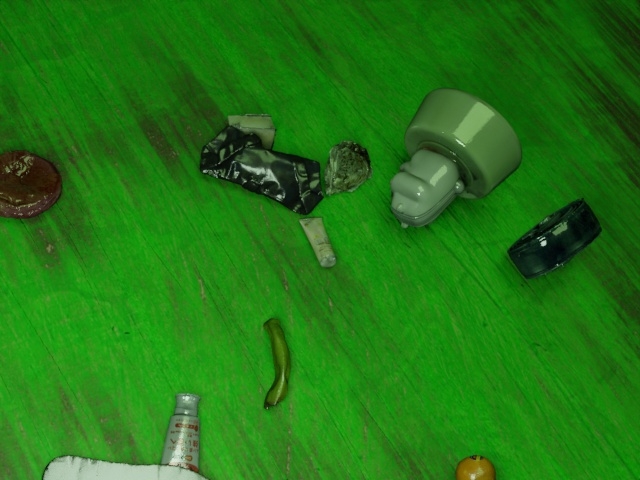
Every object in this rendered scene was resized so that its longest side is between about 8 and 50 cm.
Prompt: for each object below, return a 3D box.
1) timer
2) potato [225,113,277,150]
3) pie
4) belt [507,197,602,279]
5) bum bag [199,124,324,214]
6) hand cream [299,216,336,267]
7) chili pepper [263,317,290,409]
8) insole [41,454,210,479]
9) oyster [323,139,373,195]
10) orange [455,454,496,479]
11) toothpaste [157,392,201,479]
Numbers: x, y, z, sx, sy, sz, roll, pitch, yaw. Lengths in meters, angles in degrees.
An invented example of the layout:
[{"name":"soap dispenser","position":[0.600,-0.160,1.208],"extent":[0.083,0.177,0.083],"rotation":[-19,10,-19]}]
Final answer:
[{"name":"timer","position":[0.285,-0.165,2.107],"extent":[0.291,0.291,0.315],"rotation":[38,73,9]},{"name":"potato","position":[-0.174,-0.264,2.107],"extent":[0.122,0.086,0.061],"rotation":[1,42,-16]},{"name":"pie","position":[-0.647,-0.121,1.861],"extent":[0.182,0.049,0.182],"rotation":[8,50,-10]},{"name":"belt","position":[0.577,-0.005,2.099],"extent":[0.267,0.206,0.116],"rotation":[-34,90,-40]},{"name":"bum bag","position":[-0.131,-0.169,2.046],"extent":[0.310,0.074,0.137],"rotation":[23,80,-8]},{"name":"hand cream","position":[0.000,0.000,2.008],"extent":[0.061,0.039,0.143],"rotation":[-9,55,-21]},{"name":"chili pepper","position":[-0.089,0.254,1.788],"extent":[0.050,0.052,0.201],"rotation":[20,49,-31]},{"name":"insole","position":[-0.328,0.458,1.566],"extent":[0.348,0.009,0.119],"rotation":[12,69,-8]},{"name":"oyster","position":[0.064,-0.182,2.145],"extent":[0.177,0.064,0.125],"rotation":[-21,79,-41]},{"name":"orange","position":[0.315,0.475,1.749],"extent":[0.084,0.083,0.083],"rotation":[9,54,-13]},{"name":"toothpaste","position":[-0.262,0.408,1.624],"extent":[0.089,0.057,0.234],"rotation":[9,65,-12]}]
